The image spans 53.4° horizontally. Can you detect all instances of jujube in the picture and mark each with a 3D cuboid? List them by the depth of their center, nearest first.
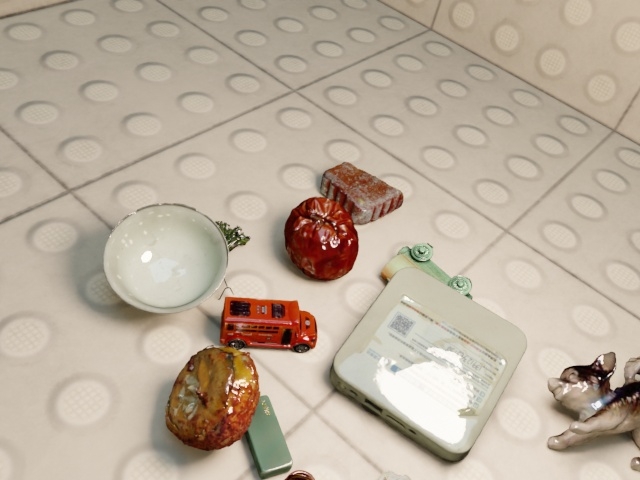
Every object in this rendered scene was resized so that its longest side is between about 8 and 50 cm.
[{"bbox_3d":[0.000,0.000,1.835,0.213,0.212,0.232,2,41,-13],"label":"jujube"}]

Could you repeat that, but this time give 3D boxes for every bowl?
[{"bbox_3d":[-0.397,0.069,1.673,0.314,0.146,0.313,3,64,-6],"label":"bowl"}]

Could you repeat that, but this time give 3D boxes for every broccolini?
[{"bbox_3d":[-0.339,0.020,1.828,0.272,0.062,0.123,-32,50,-33],"label":"broccolini"}]

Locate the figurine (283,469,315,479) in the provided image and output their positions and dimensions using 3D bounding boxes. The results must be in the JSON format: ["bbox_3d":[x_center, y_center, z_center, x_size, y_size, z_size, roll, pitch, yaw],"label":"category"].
[{"bbox_3d":[-0.044,0.524,1.326,0.083,0.154,0.098,25,42,11],"label":"figurine"}]

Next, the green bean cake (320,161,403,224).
[{"bbox_3d":[0.128,-0.159,2.090,0.199,0.097,0.233,-30,59,-34],"label":"green bean cake"}]

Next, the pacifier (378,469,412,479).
[{"bbox_3d":[0.170,0.551,1.420,0.083,0.064,0.068,16,62,1],"label":"pacifier"}]

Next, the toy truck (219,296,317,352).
[{"bbox_3d":[-0.129,0.213,1.641,0.253,0.114,0.107,4,44,-9],"label":"toy truck"}]

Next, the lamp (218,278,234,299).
[{"bbox_3d":[-0.269,0.102,1.756,0.041,0.054,0.121,-6,48,-19],"label":"lamp"}]

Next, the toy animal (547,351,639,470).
[{"bbox_3d":[0.745,0.404,1.634,0.345,0.194,0.302,16,50,-3],"label":"toy animal"}]

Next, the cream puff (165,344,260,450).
[{"bbox_3d":[-0.230,0.351,1.421,0.164,0.240,0.240,28,36,-32],"label":"cream puff"}]

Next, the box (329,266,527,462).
[{"bbox_3d":[0.275,0.302,1.623,0.396,0.111,0.396,32,60,17],"label":"box"}]

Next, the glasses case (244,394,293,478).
[{"bbox_3d":[-0.129,0.448,1.460,0.078,0.039,0.184,-10,49,-23],"label":"glasses case"}]

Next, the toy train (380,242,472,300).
[{"bbox_3d":[0.309,0.133,1.847,0.177,0.116,0.285,-33,61,-24],"label":"toy train"}]
